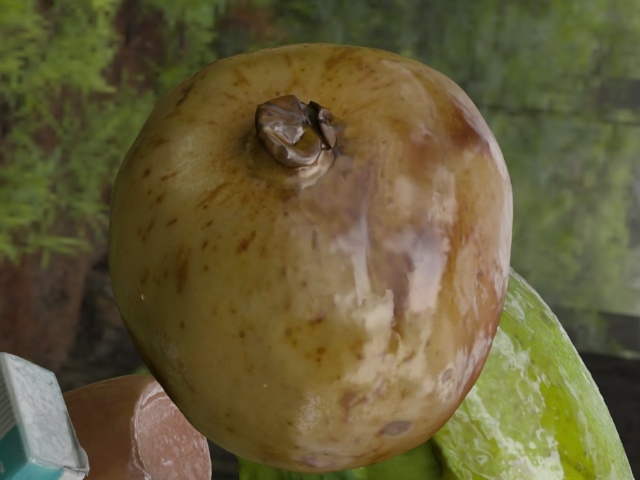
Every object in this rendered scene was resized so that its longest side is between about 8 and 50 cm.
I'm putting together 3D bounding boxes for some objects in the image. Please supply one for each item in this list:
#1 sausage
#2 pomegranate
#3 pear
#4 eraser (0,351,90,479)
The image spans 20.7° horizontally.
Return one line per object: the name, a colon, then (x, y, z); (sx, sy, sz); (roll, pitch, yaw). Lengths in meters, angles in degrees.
sausage: (-0.232, 0.191, 1.339); (0.121, 0.304, 0.121); (46, 33, -43)
pomegranate: (0.000, 0.000, 0.868); (0.215, 0.215, 0.215); (7, 90, -68)
pear: (0.048, 0.100, 1.027); (0.164, 0.238, 0.255); (-30, 110, -55)
eraser: (-0.241, 0.180, 1.112); (0.052, 0.225, 0.095); (25, 28, -41)
